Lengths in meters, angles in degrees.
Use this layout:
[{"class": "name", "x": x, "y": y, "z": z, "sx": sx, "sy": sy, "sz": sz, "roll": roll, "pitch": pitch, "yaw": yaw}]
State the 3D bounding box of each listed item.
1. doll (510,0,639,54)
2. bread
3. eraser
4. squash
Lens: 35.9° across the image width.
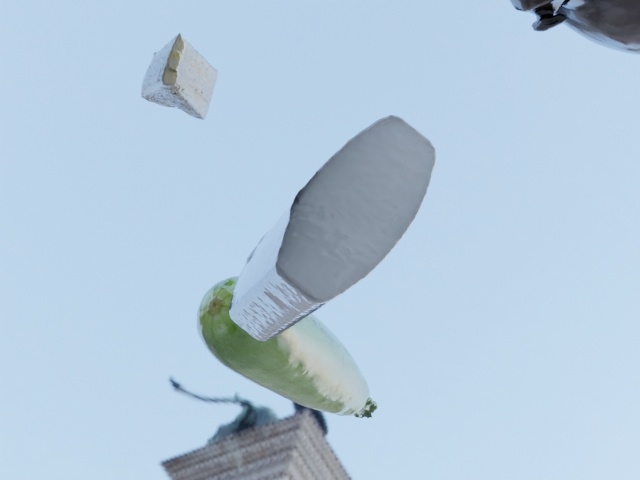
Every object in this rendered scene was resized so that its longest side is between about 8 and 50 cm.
[{"class": "doll", "x": 0.115, "y": -0.172, "z": 0.398, "sx": 0.257, "sy": 0.117, "sz": 0.182, "roll": 36, "pitch": -107, "yaw": -17}, {"class": "bread", "x": -0.178, "y": -0.222, "z": 1.353, "sx": 0.105, "sy": 0.152, "sz": 0.077, "roll": 17, "pitch": -94, "yaw": -21}, {"class": "eraser", "x": 0.000, "y": 0.000, "z": 0.925, "sx": 0.095, "sy": 0.270, "sz": 0.174, "roll": 40, "pitch": -109, "yaw": -4}, {"class": "squash", "x": -0.030, "y": 0.147, "z": 1.273, "sx": 0.118, "sy": 0.118, "sz": 0.370, "roll": -26, "pitch": -36, "yaw": 20}]
